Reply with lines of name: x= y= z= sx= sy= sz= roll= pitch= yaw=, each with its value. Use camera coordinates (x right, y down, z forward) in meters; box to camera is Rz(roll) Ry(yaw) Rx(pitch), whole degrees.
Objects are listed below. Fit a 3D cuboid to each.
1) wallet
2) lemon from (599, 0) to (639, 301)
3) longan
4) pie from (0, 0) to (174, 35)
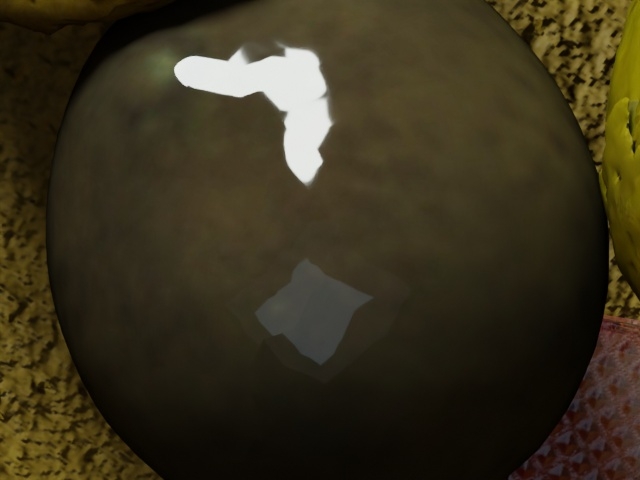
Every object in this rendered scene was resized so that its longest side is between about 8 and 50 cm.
wallet: x=0.146 y=0.135 z=0.821 sx=0.103 sy=0.020 sz=0.196 roll=11 pitch=102 yaw=-1
lemon: x=0.251 y=-0.050 z=0.598 sx=0.297 sy=0.297 sz=0.297 roll=0 pitch=102 yaw=2
longan: x=0.000 y=0.000 z=0.680 sx=0.258 sy=0.258 sz=0.258 roll=0 pitch=102 yaw=2
pie: x=-0.083 y=-0.201 z=0.671 sx=0.273 sy=0.069 sz=0.273 roll=-5 pitch=63 yaw=9
